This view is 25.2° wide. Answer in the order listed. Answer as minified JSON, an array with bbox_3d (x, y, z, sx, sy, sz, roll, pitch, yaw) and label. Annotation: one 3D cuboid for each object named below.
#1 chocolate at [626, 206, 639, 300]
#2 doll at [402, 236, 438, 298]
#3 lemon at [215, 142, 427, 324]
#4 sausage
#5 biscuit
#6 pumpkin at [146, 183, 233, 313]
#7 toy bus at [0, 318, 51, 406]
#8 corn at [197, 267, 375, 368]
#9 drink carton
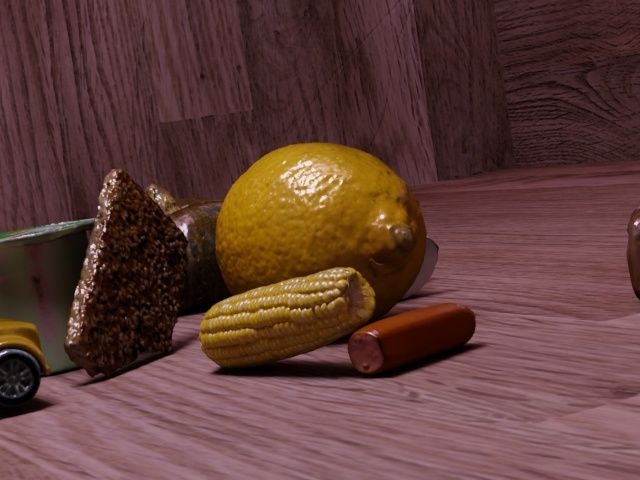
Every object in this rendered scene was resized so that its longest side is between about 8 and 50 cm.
[{"bbox_3d":[0.361,-0.003,1.314,0.148,0.093,0.214,-5,5,17],"label":"chocolate"},{"bbox_3d":[0.017,-0.009,1.620,0.215,0.161,0.257,21,-1,-33],"label":"doll"},{"bbox_3d":[0.000,0.000,1.381,0.188,0.188,0.257,-13,4,-42],"label":"lemon"},{"bbox_3d":[0.078,0.077,1.161,0.131,0.041,0.039,-13,-6,-44],"label":"sausage"},{"bbox_3d":[-0.182,0.048,1.392,0.026,0.131,0.236,-22,41,26],"label":"biscuit"},{"bbox_3d":[-0.181,0.006,1.778,0.219,0.162,0.219,-12,7,1],"label":"pumpkin"},{"bbox_3d":[-0.400,0.106,1.173,0.336,0.123,0.121,-11,5,-27],"label":"toy bus"},{"bbox_3d":[-0.032,0.067,1.205,0.067,0.067,0.206,-13,-5,-43],"label":"corn"},{"bbox_3d":[-0.279,0.058,1.426,0.144,0.142,0.146,-8,4,33],"label":"drink carton"}]
